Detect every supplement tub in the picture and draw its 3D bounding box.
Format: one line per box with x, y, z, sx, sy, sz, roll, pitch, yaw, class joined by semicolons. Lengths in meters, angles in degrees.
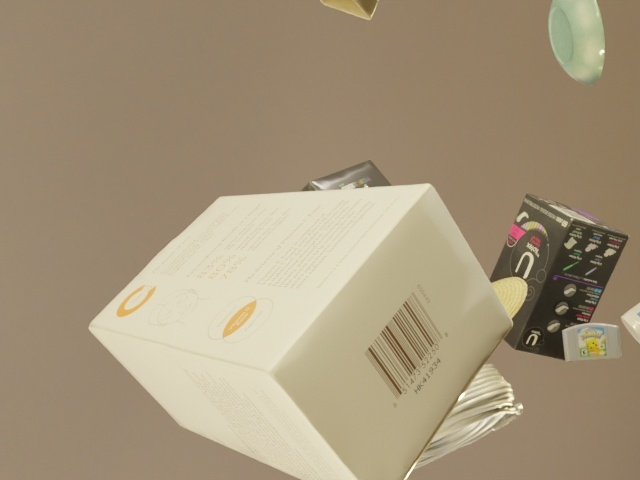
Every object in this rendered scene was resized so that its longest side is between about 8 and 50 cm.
0.582;0.128;1.327;0.107;0.071;0.071;-37;-44;5;supplement tub

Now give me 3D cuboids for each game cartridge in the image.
0.416;0.155;1.183;0.017;0.083;0.056;3;-100;-77;game cartridge

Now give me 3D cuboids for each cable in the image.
0.201;0.297;1.292;0.257;0.089;0.257;-30;-26;8;cable

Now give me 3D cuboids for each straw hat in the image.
0.165;0.070;0.900;0.061;0.144;0.144;49;-115;-11;straw hat

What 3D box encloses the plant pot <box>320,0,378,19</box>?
0.038;-0.411;1.154;0.096;0.109;0.109;-59;-37;-1;plant pot

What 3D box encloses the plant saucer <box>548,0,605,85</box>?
0.437;-0.361;1.349;0.037;0.195;0.195;-15;-56;-1;plant saucer

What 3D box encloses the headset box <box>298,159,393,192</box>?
0.000;0.000;1.325;0.283;0.131;0.246;-43;-8;28;headset box

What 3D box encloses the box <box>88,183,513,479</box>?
-0.034;0.081;0.741;0.215;0.345;0.168;-48;-63;-26;box

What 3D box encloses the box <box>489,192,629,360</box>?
0.438;0.070;1.484;0.143;0.165;0.270;14;-75;-21;box
